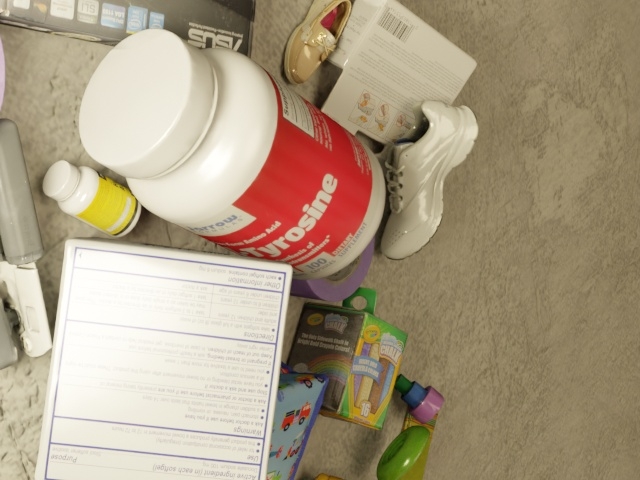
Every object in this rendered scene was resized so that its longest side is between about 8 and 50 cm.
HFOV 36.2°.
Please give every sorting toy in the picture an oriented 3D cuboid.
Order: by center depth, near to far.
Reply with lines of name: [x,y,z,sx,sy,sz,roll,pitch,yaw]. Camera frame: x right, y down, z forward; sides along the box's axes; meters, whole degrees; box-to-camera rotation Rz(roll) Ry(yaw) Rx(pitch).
sorting toy: [0.095,0.357,1.689,0.126,0.127,0.365,40,45,-3]

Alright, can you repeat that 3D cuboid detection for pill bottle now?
pill bottle: [-0.283,-0.053,1.210,0.116,0.065,0.065,33,69,-48]
pill bottle: [-0.105,-0.106,1.278,0.408,0.229,0.229,28,73,-52]

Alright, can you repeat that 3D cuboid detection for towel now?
towel: [0.183,0.402,1.870,0.102,0.021,0.237,27,74,-48]

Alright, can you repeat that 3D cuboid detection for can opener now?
can opener: [-0.368,0.008,1.106,0.095,0.076,0.283,-25,112,-47]

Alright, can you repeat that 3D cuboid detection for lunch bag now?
lunch bag: [-0.125,0.332,1.418,0.221,0.138,0.293,-6,110,-52]

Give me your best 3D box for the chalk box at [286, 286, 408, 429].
chalk box: [0.044,0.180,1.587,0.132,0.132,0.213,32,71,-47]

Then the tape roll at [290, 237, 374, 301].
tape roll: [0.000,0.000,1.552,0.189,0.080,0.189,-9,102,-49]

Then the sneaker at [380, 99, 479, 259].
sneaker: [0.160,-0.110,1.707,0.129,0.111,0.297,17,97,-32]

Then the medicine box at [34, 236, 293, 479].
medicine box: [-0.183,0.153,1.185,0.149,0.264,0.289,179,-82,-85]

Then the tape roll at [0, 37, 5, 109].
tape roll: [-0.455,-0.174,0.966,0.275,0.090,0.274,-7,100,-49]

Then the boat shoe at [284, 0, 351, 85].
boat shoe: [-0.002,-0.316,1.525,0.063,0.059,0.170,44,61,-44]

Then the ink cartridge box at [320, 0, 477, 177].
ink cartridge box: [0.111,-0.255,1.669,0.296,0.066,0.261,21,104,-50]

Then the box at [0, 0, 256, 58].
box: [-0.236,-0.398,1.202,0.395,0.097,0.318,2,97,-51]

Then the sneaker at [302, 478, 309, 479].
sneaker: [-0.024,0.450,1.613,0.069,0.038,0.098,-44,117,-37]
